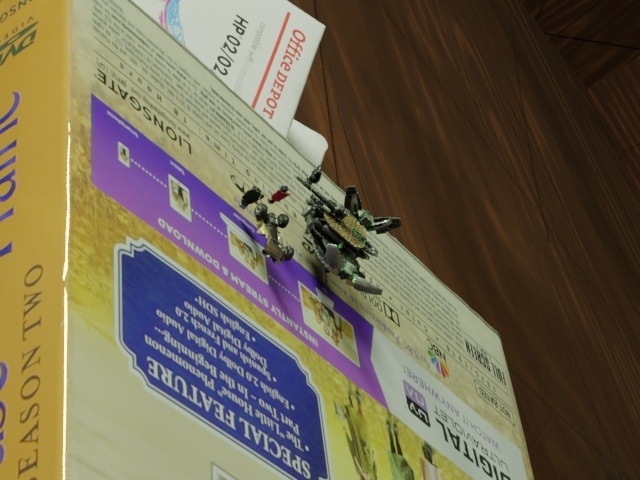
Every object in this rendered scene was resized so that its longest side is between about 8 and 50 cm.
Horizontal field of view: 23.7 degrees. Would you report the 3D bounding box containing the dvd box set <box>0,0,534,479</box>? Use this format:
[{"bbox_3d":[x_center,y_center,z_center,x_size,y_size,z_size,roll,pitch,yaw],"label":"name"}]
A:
[{"bbox_3d":[-0.001,0.135,0.505,0.307,0.062,0.420,40,30,-40],"label":"dvd box set"}]

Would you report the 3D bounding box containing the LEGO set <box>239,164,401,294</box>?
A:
[{"bbox_3d":[-0.002,-0.002,0.570,0.083,0.023,0.054,18,42,-40],"label":"LEGO set"}]

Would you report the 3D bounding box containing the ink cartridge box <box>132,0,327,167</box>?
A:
[{"bbox_3d":[-0.065,-0.079,0.680,0.181,0.061,0.104,32,41,-14],"label":"ink cartridge box"}]
